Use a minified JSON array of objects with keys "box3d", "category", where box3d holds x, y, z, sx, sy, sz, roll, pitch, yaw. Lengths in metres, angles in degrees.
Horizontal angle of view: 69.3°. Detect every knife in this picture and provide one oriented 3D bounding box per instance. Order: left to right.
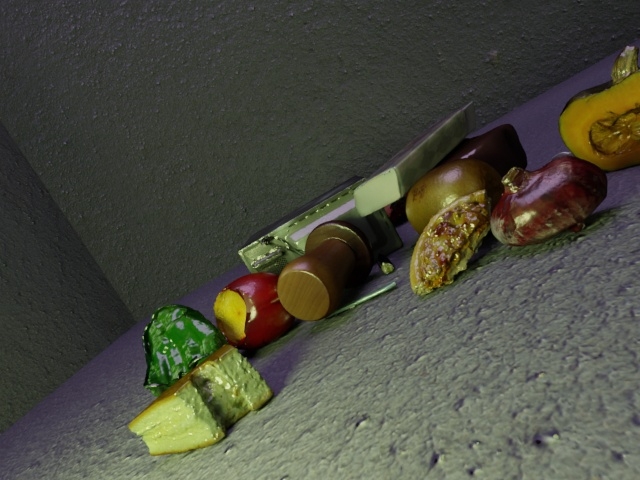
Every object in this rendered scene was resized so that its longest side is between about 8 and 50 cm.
[{"box3d":[0.086,0.143,1.081,0.210,0.015,0.028,-29,13,22],"category":"knife"}]

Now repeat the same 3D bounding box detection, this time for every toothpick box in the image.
[{"box3d":[0.016,0.068,1.151,0.192,0.192,0.294,-26,9,30],"category":"toothpick box"}]

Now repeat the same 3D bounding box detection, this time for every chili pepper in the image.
[{"box3d":[-0.336,0.294,1.178,0.385,0.167,0.213,15,71,58],"category":"chili pepper"}]

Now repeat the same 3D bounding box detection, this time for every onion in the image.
[{"box3d":[0.392,-0.061,0.813,0.206,0.151,0.098,-44,15,30],"category":"onion"}]

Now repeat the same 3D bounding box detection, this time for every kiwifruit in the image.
[{"box3d":[0.305,-0.084,1.067,0.196,0.196,0.234,-36,13,-35],"category":"kiwifruit"}]

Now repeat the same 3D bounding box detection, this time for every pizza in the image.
[{"box3d":[0.251,-0.003,0.913,0.246,0.058,0.127,-47,49,5],"category":"pizza"}]

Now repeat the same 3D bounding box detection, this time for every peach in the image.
[{"box3d":[-0.180,0.184,1.182,0.226,0.189,0.196,-24,24,7],"category":"peach"}]

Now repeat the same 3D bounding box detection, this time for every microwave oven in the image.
[{"box3d":[0.000,0.000,1.473,0.432,0.236,0.374,-30,8,4],"category":"microwave oven"}]

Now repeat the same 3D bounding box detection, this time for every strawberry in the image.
[{"box3d":[0.282,-0.119,1.716,0.236,0.107,0.175,-144,76,-82],"category":"strawberry"}]

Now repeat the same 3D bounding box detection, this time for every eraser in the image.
[{"box3d":[0.265,-0.226,1.266,0.397,0.082,0.213,-42,10,-32],"category":"eraser"}]

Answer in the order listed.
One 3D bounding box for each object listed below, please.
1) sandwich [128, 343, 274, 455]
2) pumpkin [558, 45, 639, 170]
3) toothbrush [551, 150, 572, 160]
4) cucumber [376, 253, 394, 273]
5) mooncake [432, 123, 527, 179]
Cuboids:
[{"box3d":[-0.220,0.304,0.851,0.236,0.122,0.128,-37,6,-23],"category":"sandwich"},{"box3d":[0.632,-0.274,0.929,0.139,0.221,0.317,-35,8,-20],"category":"pumpkin"},{"box3d":[0.726,-0.255,1.187,0.027,0.021,0.269,-43,14,-35],"category":"toothbrush"},{"box3d":[0.171,0.060,1.225,0.034,0.033,0.135,8,10,0],"category":"cucumber"},{"box3d":[0.414,-0.183,1.298,0.334,0.174,0.326,-40,7,-39],"category":"mooncake"}]
